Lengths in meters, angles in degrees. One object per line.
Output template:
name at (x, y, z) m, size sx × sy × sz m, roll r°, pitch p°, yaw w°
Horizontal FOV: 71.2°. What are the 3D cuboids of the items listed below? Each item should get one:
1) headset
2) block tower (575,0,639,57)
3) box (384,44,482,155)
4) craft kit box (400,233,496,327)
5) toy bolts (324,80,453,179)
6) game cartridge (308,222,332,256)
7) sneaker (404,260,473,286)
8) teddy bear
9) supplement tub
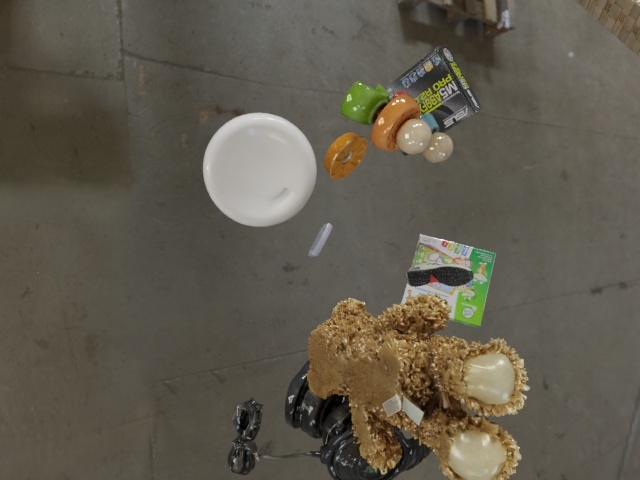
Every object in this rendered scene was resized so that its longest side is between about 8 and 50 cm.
headset at (0.032, 0.278, 0.743) m, size 0.395 × 0.243 × 0.185 m, roll -9°, pitch 116°, yaw -36°
block tower at (0.559, -0.456, 0.816) m, size 0.091 × 0.097 × 0.335 m, roll -33°, pitch 68°, yaw 4°
box at (0.316, -0.416, 1.358) m, size 0.060 × 0.270 × 0.216 m, roll -32°, pitch 94°, yaw -45°
craft kit box at (0.410, 0.127, 1.441) m, size 0.250 × 0.061 × 0.246 m, roll 14°, pitch 77°, yaw 12°
toy bolts at (0.144, -0.180, 0.857) m, size 0.158 × 0.218 × 0.229 m, roll 44°, pitch 38°, yaw 22°
game cartridge at (0.000, 0.000, 1.041) m, size 0.017 × 0.056 × 0.083 m, roll 29°, pitch 81°, yaw -8°
sneaker at (0.287, 0.071, 1.077) m, size 0.075 × 0.162 × 0.057 m, roll -48°, pitch 125°, yaw -52°
teddy bear at (0.119, 0.187, 0.603) m, size 0.113 × 0.338 × 0.244 m, roll 2°, pitch 76°, yaw -37°
supplement tub at (-0.139, -0.181, 1.074) m, size 0.241 × 0.331 × 0.240 m, roll -1°, pitch 105°, yaw -5°
